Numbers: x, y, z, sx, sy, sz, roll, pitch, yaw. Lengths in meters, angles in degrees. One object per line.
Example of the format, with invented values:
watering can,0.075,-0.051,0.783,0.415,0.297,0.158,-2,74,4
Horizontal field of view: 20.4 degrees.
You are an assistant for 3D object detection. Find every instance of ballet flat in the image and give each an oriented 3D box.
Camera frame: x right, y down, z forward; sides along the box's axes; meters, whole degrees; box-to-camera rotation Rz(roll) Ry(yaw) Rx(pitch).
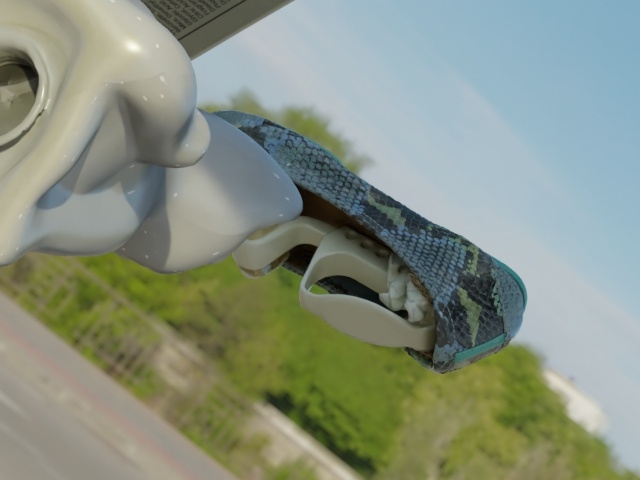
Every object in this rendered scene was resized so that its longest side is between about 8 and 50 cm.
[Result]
ballet flat,0.000,0.000,0.776,0.188,0.070,0.070,27,-10,31

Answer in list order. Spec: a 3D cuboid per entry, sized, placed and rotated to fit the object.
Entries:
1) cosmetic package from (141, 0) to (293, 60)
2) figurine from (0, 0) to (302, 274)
cosmetic package,-0.143,-0.155,0.932,0.160,0.113,0.309,38,-38,-28
figurine,-0.119,-0.046,0.576,0.215,0.092,0.209,18,-2,15
